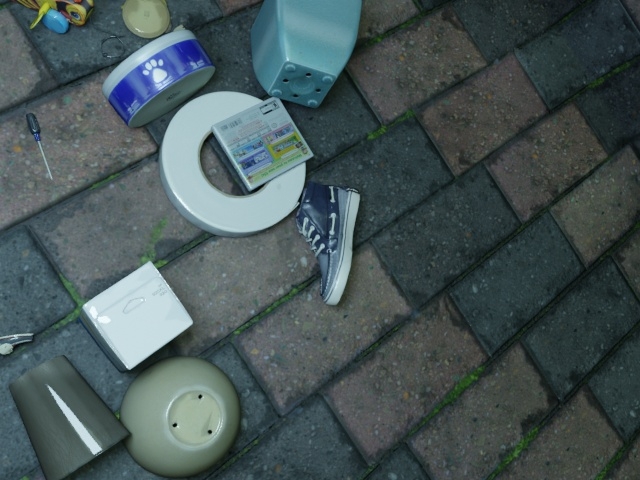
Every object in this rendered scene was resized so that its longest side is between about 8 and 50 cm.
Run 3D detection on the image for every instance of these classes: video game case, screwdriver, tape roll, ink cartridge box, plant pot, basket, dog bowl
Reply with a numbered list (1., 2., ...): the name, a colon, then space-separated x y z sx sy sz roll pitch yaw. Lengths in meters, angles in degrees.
1. video game case: -0.151 -0.259 1.691 0.212 0.023 0.193 -32 91 -27
2. screwdriver: -0.674 -0.227 1.545 0.024 0.025 0.170 -19 85 -25
3. tape roll: -0.227 -0.200 1.697 0.392 0.072 0.392 6 76 -22
4. ink cartridge box: -0.418 0.178 1.438 0.171 0.233 0.168 -37 93 -25
5. plant pot: -0.301 0.399 1.459 0.284 0.191 0.284 6 75 -22
6. basket: -0.554 0.377 1.383 0.204 0.154 0.227 -35 85 6
7. plant pot: -0.045 -0.507 1.721 0.247 0.248 0.252 11 61 -20
8. dog bowl: -0.391 -0.391 1.567 0.265 0.265 0.104 -39 97 -25

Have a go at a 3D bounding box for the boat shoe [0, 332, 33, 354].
1. boat shoe: -0.702 0.232 1.411 0.137 0.049 0.043 -11 85 -22

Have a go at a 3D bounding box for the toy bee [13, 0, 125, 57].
1. toy bee: -0.623 -0.595 1.579 0.298 0.162 0.195 6 74 -21

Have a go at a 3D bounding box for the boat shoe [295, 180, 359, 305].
1. boat shoe: 0.000 0.000 1.727 0.158 0.127 0.340 15 64 -12

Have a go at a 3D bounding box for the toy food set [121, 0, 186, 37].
1. toy food set: -0.463 -0.601 1.719 0.132 0.038 0.192 -41 100 -18
